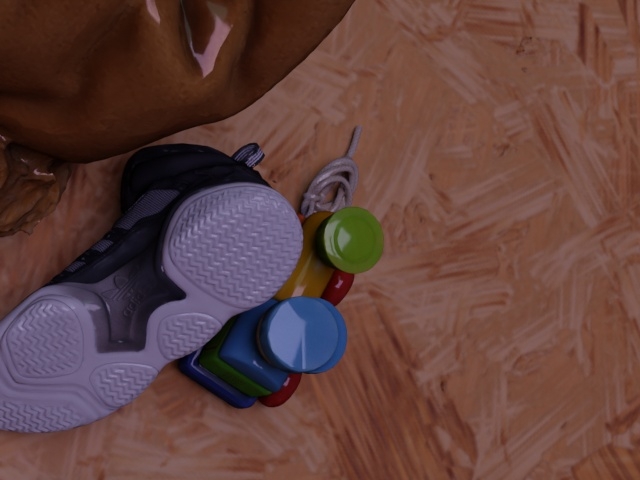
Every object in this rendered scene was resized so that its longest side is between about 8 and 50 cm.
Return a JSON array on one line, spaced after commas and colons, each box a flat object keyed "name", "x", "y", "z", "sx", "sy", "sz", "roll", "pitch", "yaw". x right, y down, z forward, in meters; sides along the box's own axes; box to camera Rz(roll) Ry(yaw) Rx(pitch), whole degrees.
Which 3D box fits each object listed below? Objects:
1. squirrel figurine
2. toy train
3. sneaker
[{"name": "squirrel figurine", "x": -0.242, "y": -0.158, "z": 1.158, "sx": 0.281, "sy": 0.397, "sz": 0.370, "roll": 52, "pitch": 20, "yaw": 24}, {"name": "toy train", "x": 0.000, "y": 0.000, "z": 1.391, "sx": 0.105, "sy": 0.143, "sz": 0.248, "roll": 36, "pitch": 69, "yaw": -18}, {"name": "sneaker", "x": -0.137, "y": 0.026, "z": 1.348, "sx": 0.268, "sy": 0.153, "sz": 0.101, "roll": -31, "pitch": 118, "yaw": 8}]
